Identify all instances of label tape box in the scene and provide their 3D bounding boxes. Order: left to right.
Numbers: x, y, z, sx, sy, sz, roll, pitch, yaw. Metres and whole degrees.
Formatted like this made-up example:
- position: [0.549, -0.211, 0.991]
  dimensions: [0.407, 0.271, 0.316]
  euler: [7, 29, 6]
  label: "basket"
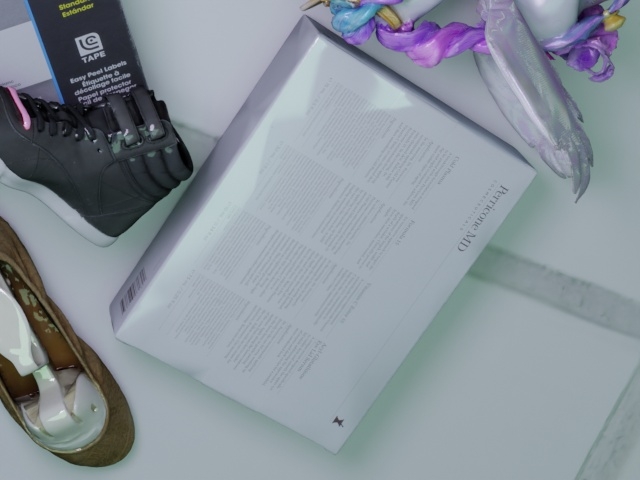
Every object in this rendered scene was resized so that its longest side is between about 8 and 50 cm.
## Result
- position: [-0.312, -0.228, 1.635]
  dimensions: [0.240, 0.106, 0.334]
  euler: [-19, 136, -5]
  label: "label tape box"

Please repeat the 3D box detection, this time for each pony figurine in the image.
- position: [0.207, -0.238, 1.739]
  dimensions: [0.363, 0.303, 0.351]
  euler: [-40, 90, 2]
  label: "pony figurine"

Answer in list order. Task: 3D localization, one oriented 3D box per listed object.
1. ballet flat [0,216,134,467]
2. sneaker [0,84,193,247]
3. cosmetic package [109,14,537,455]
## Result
- position: [-0.292, 0.121, 1.827]
  dimensions: [0.116, 0.124, 0.342]
  euler: [-25, 114, -1]
  label: "ballet flat"
- position: [-0.227, -0.108, 1.639]
  dimensions: [0.147, 0.104, 0.296]
  euler: [-35, 143, 12]
  label: "sneaker"
- position: [0.000, 0.000, 1.858]
  dimensions: [0.284, 0.097, 0.377]
  euler: [31, 102, -19]
  label: "cosmetic package"
